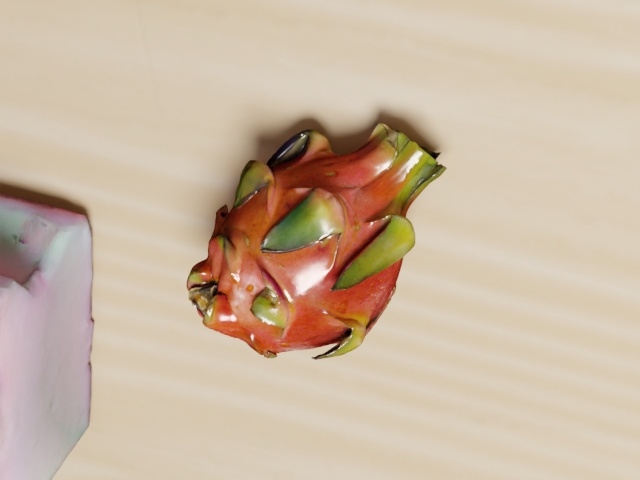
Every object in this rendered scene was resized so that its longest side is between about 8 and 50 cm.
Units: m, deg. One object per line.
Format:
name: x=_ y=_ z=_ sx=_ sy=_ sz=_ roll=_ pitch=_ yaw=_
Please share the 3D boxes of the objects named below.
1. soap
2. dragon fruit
soap: x=-0.281 y=0.053 z=0.652 sx=0.324 sy=0.109 sz=0.193 roll=12 pitch=118 yaw=10
dragon fruit: x=0.000 y=-0.002 z=0.551 sx=0.116 sy=0.086 sz=0.081 roll=-53 pitch=133 yaw=-1
